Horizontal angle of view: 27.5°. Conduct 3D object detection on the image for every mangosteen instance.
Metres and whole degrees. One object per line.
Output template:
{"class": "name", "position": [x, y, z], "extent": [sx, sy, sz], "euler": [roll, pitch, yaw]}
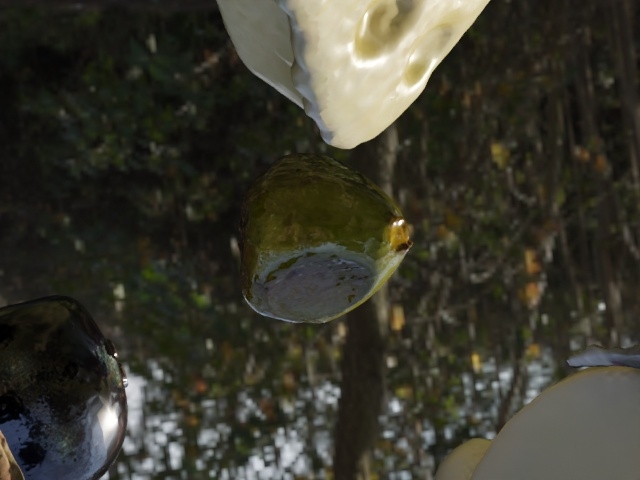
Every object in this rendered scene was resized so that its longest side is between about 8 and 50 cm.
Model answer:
{"class": "mangosteen", "position": [-0.310, 0.176, 1.343], "extent": [0.243, 0.243, 0.243], "euler": [-7, 178, 0]}

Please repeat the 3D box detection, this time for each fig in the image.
{"class": "fig", "position": [0.000, 0.000, 1.159], "extent": [0.165, 0.144, 0.154], "euler": [0, -137, 46]}

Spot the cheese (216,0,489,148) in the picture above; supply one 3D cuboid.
{"class": "cheese", "position": [0.043, -0.212, 0.711], "extent": [0.104, 0.384, 0.384], "euler": [40, -159, 23]}

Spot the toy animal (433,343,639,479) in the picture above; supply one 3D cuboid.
{"class": "toy animal", "position": [0.185, 0.180, 0.600], "extent": [0.247, 0.183, 0.310], "euler": [-18, 144, 35]}

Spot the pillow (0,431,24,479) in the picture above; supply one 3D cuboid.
{"class": "pillow", "position": [-0.361, 0.209, 1.091], "extent": [0.211, 0.135, 0.034], "euler": [-23, 163, -17]}
